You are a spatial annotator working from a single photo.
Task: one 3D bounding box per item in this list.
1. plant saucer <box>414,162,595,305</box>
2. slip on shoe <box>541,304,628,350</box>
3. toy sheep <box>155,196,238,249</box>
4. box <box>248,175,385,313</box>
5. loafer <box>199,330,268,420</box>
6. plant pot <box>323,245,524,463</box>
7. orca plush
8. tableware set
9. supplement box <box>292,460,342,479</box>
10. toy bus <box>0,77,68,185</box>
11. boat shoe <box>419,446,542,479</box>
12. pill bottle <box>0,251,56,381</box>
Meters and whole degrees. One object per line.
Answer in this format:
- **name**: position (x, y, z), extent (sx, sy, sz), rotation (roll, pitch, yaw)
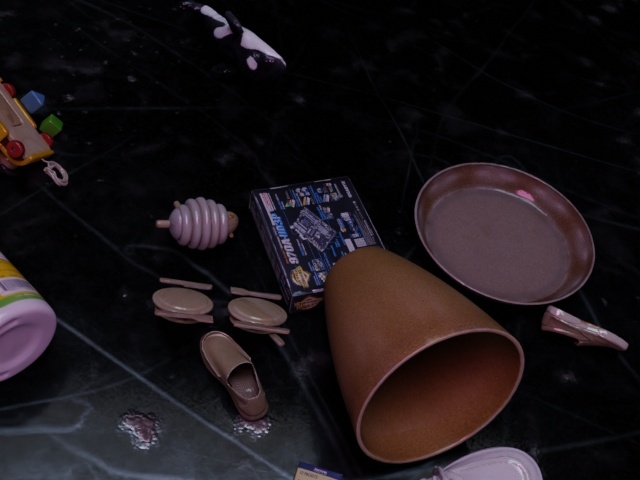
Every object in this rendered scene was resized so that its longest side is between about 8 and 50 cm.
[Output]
- **plant saucer**: position (0.306, -0.008, 1.270), extent (0.311, 0.050, 0.310), rotation (6, 51, -7)
- **slip on shoe**: position (0.412, 0.147, 1.171), extent (0.135, 0.051, 0.041), rotation (25, 90, -1)
- **toy sheep**: position (-0.191, -0.027, 1.162), extent (0.132, 0.091, 0.091), rotation (-6, 53, -23)
- **box**: position (0.000, 0.000, 1.199), extent (0.175, 0.051, 0.220), rotation (-11, 54, -19)
- **loafer**: position (-0.117, 0.177, 1.030), extent (0.056, 0.050, 0.148), rotation (-26, 61, -29)
- **plant pot**: position (0.104, 0.128, 1.023), extent (0.237, 0.237, 0.254), rotation (-12, 41, -20)
- **orca plush**: position (-0.188, -0.370, 1.436), extent (0.102, 0.151, 0.287), rotation (-46, 71, -3)
- **tableware set**: position (-0.146, 0.107, 1.077), extent (0.194, 0.039, 0.128), rotation (9, 18, -12)
- **supplement box**: position (-0.016, 0.329, 0.903), extent (0.056, 0.083, 0.083), rotation (17, 49, 1)
- **toy bus**: position (-0.519, -0.169, 1.197), extent (0.104, 0.191, 0.202), rotation (-33, 52, 18)
- **boat shoe**: position (0.140, 0.335, 0.882), extent (0.367, 0.156, 0.135), rotation (-20, 58, -25)
- **pill bottle**: position (-0.478, 0.063, 0.993), extent (0.246, 0.136, 0.136), rotation (40, 55, 21)
